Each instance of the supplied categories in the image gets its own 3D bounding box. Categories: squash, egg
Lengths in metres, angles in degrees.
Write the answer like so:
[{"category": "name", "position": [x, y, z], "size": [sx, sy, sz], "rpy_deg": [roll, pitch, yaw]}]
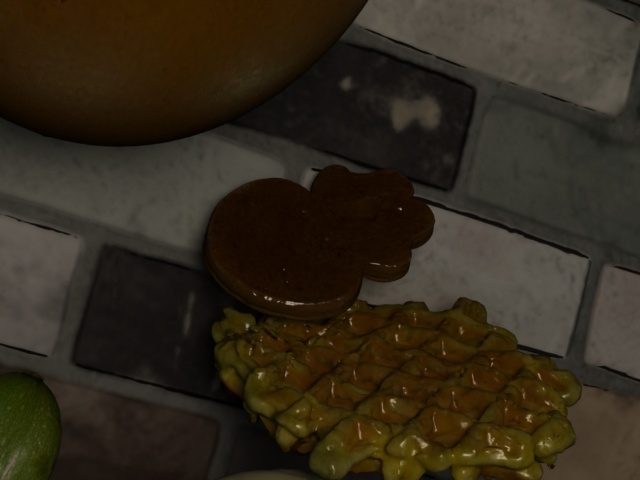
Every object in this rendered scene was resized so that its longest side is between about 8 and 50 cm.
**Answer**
[{"category": "squash", "position": [-0.232, 0.169, 0.967], "size": [0.095, 0.095, 0.188], "rpy_deg": [30, 76, -18]}, {"category": "egg", "position": [-0.100, -0.213, 0.928], "size": [0.351, 0.282, 0.282], "rpy_deg": [-39, 102, -19]}]

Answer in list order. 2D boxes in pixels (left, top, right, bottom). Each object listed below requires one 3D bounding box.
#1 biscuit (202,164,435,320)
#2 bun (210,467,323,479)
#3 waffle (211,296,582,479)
[{"category": "biscuit", "position": [0.000, 0.000, 1.067], "size": [0.175, 0.026, 0.124], "rpy_deg": [-18, 57, -26]}, {"category": "bun", "position": [-0.088, 0.267, 0.913], "size": [0.360, 0.359, 0.211], "rpy_deg": [-15, 68, -21]}, {"category": "waffle", "position": [0.056, 0.095, 1.008], "size": [0.243, 0.238, 0.058], "rpy_deg": [-3, 111, -17]}]
